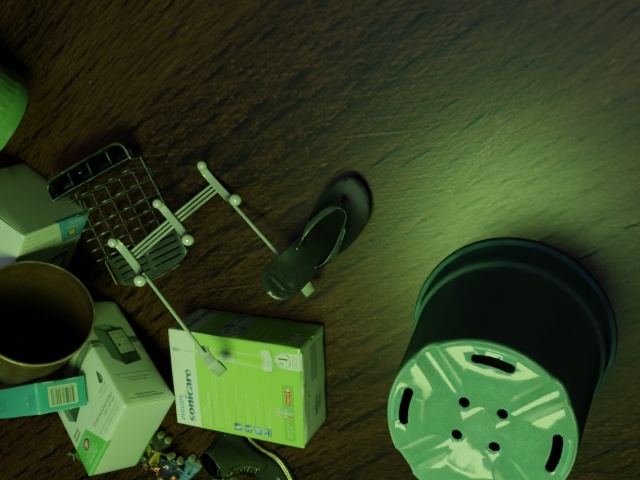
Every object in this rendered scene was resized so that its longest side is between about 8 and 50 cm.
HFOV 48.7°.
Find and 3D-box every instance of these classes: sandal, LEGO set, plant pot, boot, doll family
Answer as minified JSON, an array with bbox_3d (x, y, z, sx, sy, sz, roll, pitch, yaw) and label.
[{"bbox_3d":[0.000,0.001,1.223,0.097,0.054,0.255,38,85,-3],"label":"sandal"},{"bbox_3d":[-0.563,0.520,1.697,0.083,0.023,0.054,33,118,-4],"label":"LEGO set"},{"bbox_3d":[0.268,0.203,1.072,0.340,0.334,0.342,6,108,20],"label":"plant pot"},{"bbox_3d":[-0.576,0.188,1.377,0.215,0.215,0.230,47,135,4],"label":"plant pot"},{"bbox_3d":[-0.154,0.473,1.442,0.198,0.137,0.077,40,117,7],"label":"boot"},{"bbox_3d":[-0.349,0.495,1.568,0.193,0.076,0.111,37,111,6],"label":"doll family"}]

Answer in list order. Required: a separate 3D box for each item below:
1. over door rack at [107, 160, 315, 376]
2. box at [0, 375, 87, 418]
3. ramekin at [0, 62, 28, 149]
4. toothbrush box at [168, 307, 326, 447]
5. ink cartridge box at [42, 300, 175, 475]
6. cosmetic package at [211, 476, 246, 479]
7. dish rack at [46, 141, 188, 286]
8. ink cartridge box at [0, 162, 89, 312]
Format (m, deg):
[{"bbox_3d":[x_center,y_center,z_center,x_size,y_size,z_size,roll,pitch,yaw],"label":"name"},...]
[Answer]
[{"bbox_3d":[-0.200,0.040,1.272,0.239,0.108,0.324,-41,78,-6],"label":"over door rack"},{"bbox_3d":[-0.573,0.318,1.423,0.244,0.100,0.060,-18,79,44],"label":"box"},{"bbox_3d":[-0.733,-0.255,1.362,0.303,0.304,0.148,-9,145,25],"label":"ramekin"},{"bbox_3d":[-0.140,0.262,1.380,0.283,0.122,0.206,4,108,21],"label":"toothbrush box"},{"bbox_3d":[-0.451,0.297,1.462,0.289,0.121,0.211,47,119,32],"label":"ink cartridge box"},{"bbox_3d":[-0.126,0.579,1.506,0.238,0.060,0.099,6,109,21],"label":"cosmetic package"},{"bbox_3d":[-0.397,-0.041,1.414,0.208,0.074,0.272,-24,96,22],"label":"dish rack"},{"bbox_3d":[-0.657,0.015,1.481,0.197,0.198,0.270,35,117,9],"label":"ink cartridge box"}]
